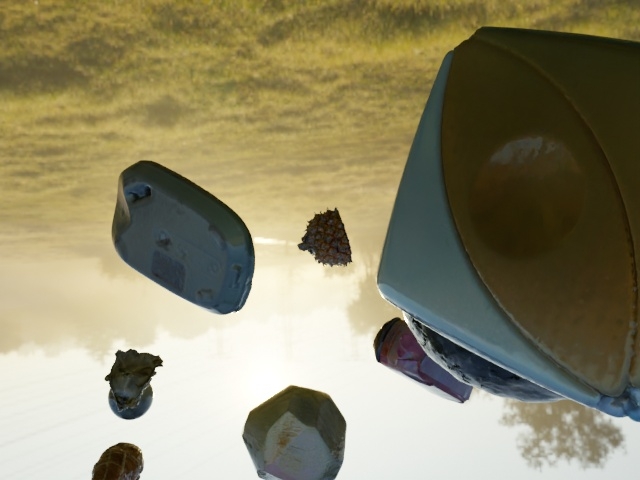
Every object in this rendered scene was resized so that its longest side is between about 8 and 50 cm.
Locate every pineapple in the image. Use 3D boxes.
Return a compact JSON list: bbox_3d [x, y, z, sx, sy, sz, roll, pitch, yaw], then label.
[{"bbox_3d":[0.000,0.001,2.006,0.137,0.175,0.161,-15,-171,-9],"label":"pineapple"}]

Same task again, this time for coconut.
[{"bbox_3d":[-0.058,0.421,1.523,0.237,0.236,0.197,-3,-171,-4],"label":"coconut"}]

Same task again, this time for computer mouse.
[{"bbox_3d":[-0.224,-0.008,1.146,0.331,0.197,0.095,30,-151,30],"label":"computer mouse"}]

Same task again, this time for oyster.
[{"bbox_3d":[-0.412,0.292,1.521,0.108,0.053,0.165,27,-150,-3],"label":"oyster"}]

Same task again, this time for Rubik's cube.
[{"bbox_3d":[0.316,-0.021,0.811,0.352,0.347,0.352,24,-172,41],"label":"Rubik's cube"}]

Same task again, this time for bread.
[{"bbox_3d":[-0.461,0.515,1.625,0.105,0.075,0.233,16,-174,1],"label":"bread"}]

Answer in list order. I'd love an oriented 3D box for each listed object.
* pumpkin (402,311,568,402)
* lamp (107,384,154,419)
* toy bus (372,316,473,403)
[{"bbox_3d":[0.351,0.073,1.249,0.455,0.454,0.344,-6,-171,37],"label":"pumpkin"},{"bbox_3d":[-0.434,0.357,1.615,0.105,0.105,0.105,-4,177,0],"label":"lamp"},{"bbox_3d":[0.263,0.294,1.719,0.147,0.127,0.303,18,167,44],"label":"toy bus"}]
